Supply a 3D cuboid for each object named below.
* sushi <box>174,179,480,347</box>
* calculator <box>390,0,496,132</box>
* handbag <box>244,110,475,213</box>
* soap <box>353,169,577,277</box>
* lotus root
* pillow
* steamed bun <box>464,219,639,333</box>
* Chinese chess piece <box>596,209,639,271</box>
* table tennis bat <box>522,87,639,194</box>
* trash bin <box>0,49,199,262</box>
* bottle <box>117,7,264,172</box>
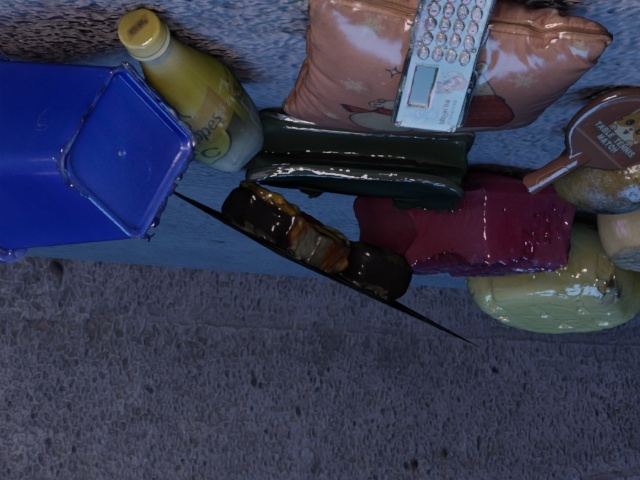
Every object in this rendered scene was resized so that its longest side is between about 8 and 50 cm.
[{"bbox_3d":[0.000,0.000,1.717,0.359,0.064,0.343,27,-179,-40],"label":"sushi"},{"bbox_3d":[0.091,-0.141,0.948,0.057,0.018,0.172,8,138,-4],"label":"calculator"},{"bbox_3d":[0.044,-0.084,1.563,0.247,0.079,0.260,5,176,1],"label":"handbag"},{"bbox_3d":[0.188,-0.016,1.853,0.220,0.127,0.325,7,173,-21],"label":"soap"},{"bbox_3d":[0.324,-0.078,1.428,0.113,0.088,0.192,-28,-171,-21],"label":"lotus root"},{"bbox_3d":[0.091,-0.137,1.062,0.236,0.084,0.223,5,165,-8],"label":"pillow"},{"bbox_3d":[0.376,0.044,2.144,0.273,0.166,0.232,-10,154,41],"label":"steamed bun"},{"bbox_3d":[0.472,-0.030,1.636,0.269,0.112,0.270,1,170,0],"label":"Chinese chess piece"},{"bbox_3d":[0.269,-0.133,1.356,0.170,0.119,0.107,-32,133,30],"label":"table tennis bat"},{"bbox_3d":[-0.245,-0.082,1.185,0.234,0.163,0.184,3,148,42],"label":"trash bin"},{"bbox_3d":[-0.119,-0.135,1.214,0.083,0.083,0.270,1,165,15],"label":"bottle"}]
